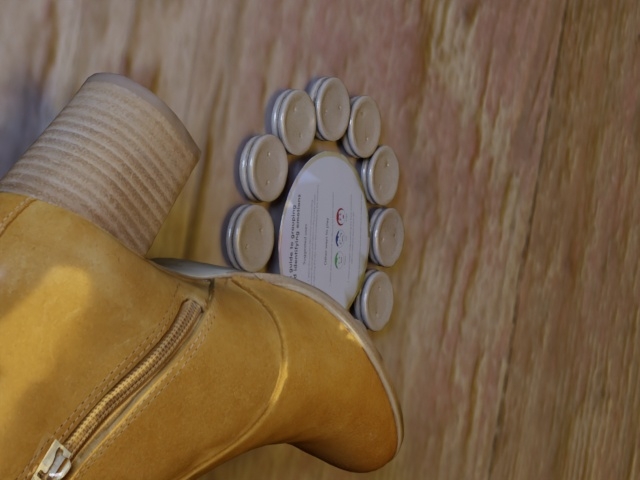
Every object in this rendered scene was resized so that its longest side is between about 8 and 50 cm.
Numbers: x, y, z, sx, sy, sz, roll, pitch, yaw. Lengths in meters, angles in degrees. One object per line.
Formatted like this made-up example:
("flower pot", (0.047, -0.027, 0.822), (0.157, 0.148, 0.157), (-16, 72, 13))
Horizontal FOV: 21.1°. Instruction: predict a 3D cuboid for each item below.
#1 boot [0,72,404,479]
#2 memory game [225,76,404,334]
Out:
("boot", (-0.081, 0.091, 0.773), (0.295, 0.104, 0.211), (54, 54, -41))
("memory game", (0.000, 0.000, 0.966), (0.186, 0.012, 0.186), (-13, 105, -58))
